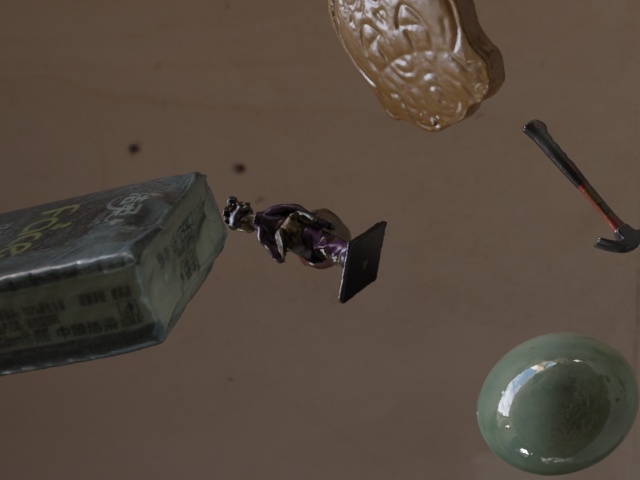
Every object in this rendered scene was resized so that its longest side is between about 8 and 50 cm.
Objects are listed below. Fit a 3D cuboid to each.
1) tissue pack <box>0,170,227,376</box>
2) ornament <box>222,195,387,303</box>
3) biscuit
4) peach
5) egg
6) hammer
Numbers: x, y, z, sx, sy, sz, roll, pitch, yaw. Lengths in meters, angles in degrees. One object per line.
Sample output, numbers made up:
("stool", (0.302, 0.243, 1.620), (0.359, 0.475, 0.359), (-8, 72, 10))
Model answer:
("tissue pack", (-0.262, 0.037, 0.873), (0.228, 0.316, 0.103), (-73, -30, -67))
("ornament", (-0.028, 0.002, 1.154), (0.088, 0.203, 0.081), (-32, -49, -52))
("biscuit", (0.149, -0.362, 1.738), (0.365, 0.062, 0.385), (60, 156, -7))
("peach", (0.001, -0.001, 1.304), (0.083, 0.083, 0.083), (0, -90, -75))
("egg", (0.345, 0.241, 1.435), (0.283, 0.203, 0.202), (-39, 38, 56))
("hammer", (0.457, -0.098, 1.703), (0.287, 0.111, 0.033), (54, 157, 15))
